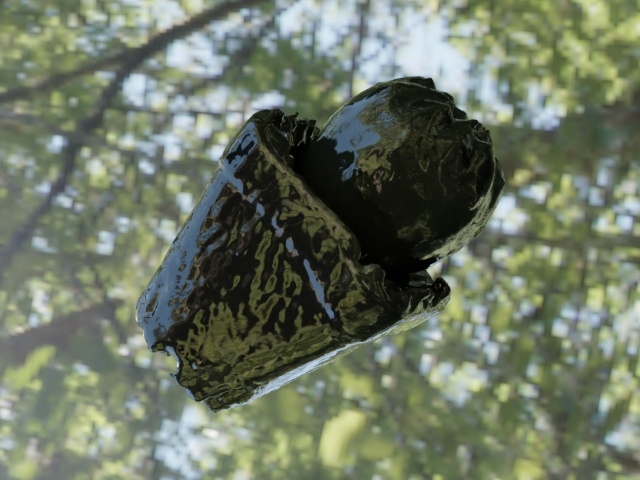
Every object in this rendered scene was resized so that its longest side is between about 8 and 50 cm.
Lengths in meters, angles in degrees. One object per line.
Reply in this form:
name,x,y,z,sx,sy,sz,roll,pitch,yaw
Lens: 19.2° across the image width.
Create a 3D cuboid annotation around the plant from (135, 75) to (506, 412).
plant,0.000,0.000,1.223,0.256,0.164,0.142,-42,-13,11
